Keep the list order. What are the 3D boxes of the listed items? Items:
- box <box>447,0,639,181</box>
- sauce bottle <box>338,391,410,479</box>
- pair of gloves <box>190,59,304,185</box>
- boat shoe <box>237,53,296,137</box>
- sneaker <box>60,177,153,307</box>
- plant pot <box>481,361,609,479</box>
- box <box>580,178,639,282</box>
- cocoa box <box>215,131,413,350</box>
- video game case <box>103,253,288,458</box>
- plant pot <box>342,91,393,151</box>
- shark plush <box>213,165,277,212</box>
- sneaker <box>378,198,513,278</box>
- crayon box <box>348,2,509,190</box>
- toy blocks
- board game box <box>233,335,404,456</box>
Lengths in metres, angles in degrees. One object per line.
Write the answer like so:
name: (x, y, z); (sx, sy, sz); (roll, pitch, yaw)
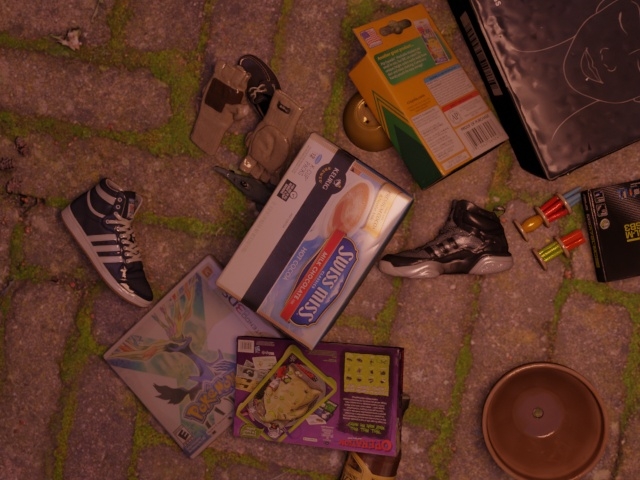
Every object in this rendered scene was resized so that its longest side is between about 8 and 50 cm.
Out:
box: (0.505, -0.425, 1.369); (0.471, 0.297, 0.480); (-24, 97, 9)
sauce bottle: (0.100, 0.469, 1.564); (0.111, 0.111, 0.345); (17, 91, 7)
pair of gloves: (-0.152, -0.242, 1.579); (0.240, 0.042, 0.204); (31, 119, 18)
boat shoe: (-0.114, -0.301, 1.600); (0.075, 0.065, 0.206); (-27, 87, 7)
sneaker: (-0.415, -0.003, 1.632); (0.153, 0.099, 0.282); (-41, 83, 9)
plant pot: (0.434, 0.352, 1.513); (0.237, 0.110, 0.238); (0, 90, 8)
box: (0.616, -0.025, 1.495); (0.190, 0.045, 0.184); (-10, 87, -5)
cocoa box: (0.000, 0.000, 1.505); (0.228, 0.231, 0.347); (34, 96, 5)
video game case: (-0.253, 0.248, 1.644); (0.329, 0.036, 0.300); (-43, 85, 7)
plant pot: (0.106, -0.250, 1.555); (0.134, 0.095, 0.134); (0, 92, 8)
shark plush: (-0.146, -0.119, 1.607); (0.161, 0.067, 0.073); (42, 96, 5)
sneaker: (0.246, -0.004, 1.541); (0.268, 0.101, 0.153); (-4, 90, 2)
crayon box: (0.198, -0.282, 1.496); (0.203, 0.083, 0.323); (-29, 86, -33)
toy blocks: (0.477, -0.028, 1.528); (0.148, 0.054, 0.123); (-33, 86, 7)
board game box: (-0.008, 0.303, 1.532); (0.346, 0.056, 0.208); (2, 85, 21)
